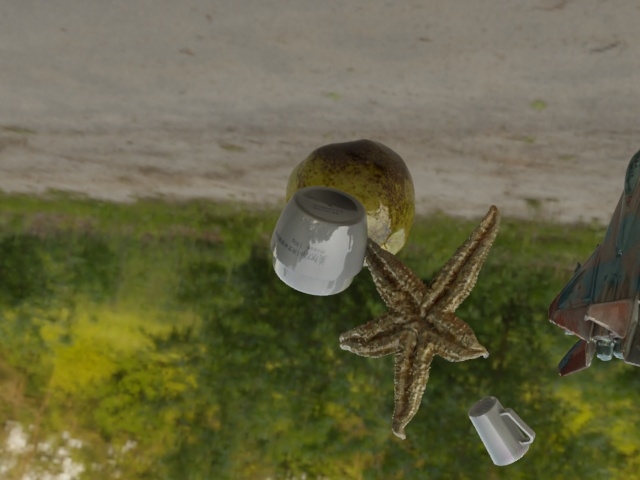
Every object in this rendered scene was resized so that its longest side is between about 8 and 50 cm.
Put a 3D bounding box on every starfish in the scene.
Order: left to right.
[{"bbox_3d":[0.111,0.076,1.179,0.231,0.295,0.048,25,-179,44],"label":"starfish"}]

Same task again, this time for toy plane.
[{"bbox_3d":[0.363,0.004,1.108,0.104,0.326,0.223,36,155,-17],"label":"toy plane"}]

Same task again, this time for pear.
[{"bbox_3d":[0.048,-0.050,1.444,0.197,0.197,0.197,11,169,2],"label":"pear"}]

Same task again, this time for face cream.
[{"bbox_3d":[0.000,0.000,1.176,0.117,0.104,0.117,12,-149,-7],"label":"face cream"}]

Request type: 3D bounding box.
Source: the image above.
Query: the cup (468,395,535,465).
[{"bbox_3d":[0.338,0.348,1.784,0.104,0.074,0.116,-21,106,44],"label":"cup"}]
